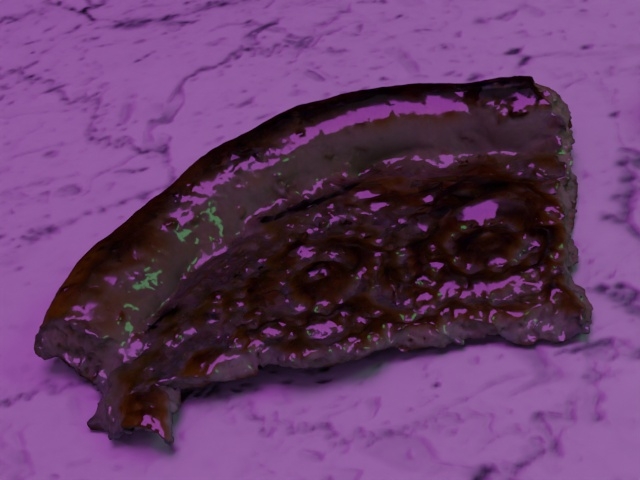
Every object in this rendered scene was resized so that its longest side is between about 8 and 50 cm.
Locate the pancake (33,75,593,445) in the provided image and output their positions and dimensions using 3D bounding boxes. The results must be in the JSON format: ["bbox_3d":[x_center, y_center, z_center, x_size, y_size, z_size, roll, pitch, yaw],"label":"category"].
[{"bbox_3d":[0.000,-0.003,1.112,0.427,0.067,0.305,-14,38,-3],"label":"pancake"}]
